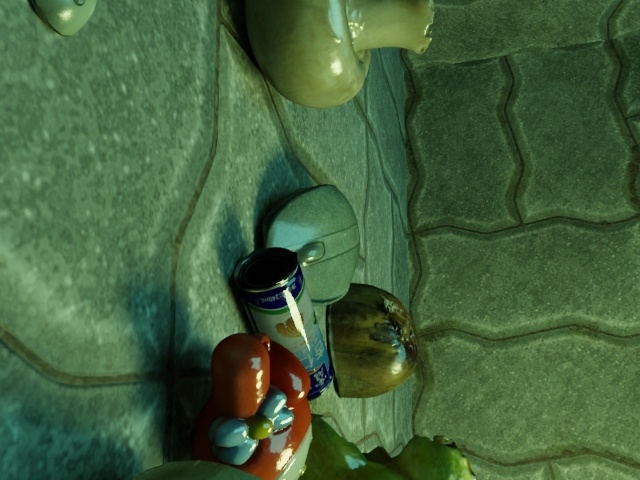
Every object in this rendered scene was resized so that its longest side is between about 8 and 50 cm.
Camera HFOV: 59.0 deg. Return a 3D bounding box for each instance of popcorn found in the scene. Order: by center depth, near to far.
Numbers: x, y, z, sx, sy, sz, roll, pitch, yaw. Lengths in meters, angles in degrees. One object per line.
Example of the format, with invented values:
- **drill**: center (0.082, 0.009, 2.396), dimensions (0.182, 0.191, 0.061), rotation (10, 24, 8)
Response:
- **popcorn**: center (0.039, 0.412, 0.803), dimensions (0.290, 0.321, 0.326), rotation (-46, 114, -48)

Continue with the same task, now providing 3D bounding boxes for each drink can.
- **drink can**: center (-0.050, 0.127, 0.831), dimensions (0.097, 0.097, 0.235), rotation (-73, 154, -52)

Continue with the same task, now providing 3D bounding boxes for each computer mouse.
- **computer mouse**: center (-0.208, -0.226, 0.475), dimensions (0.056, 0.032, 0.110), rotation (52, 36, -64)
- **computer mouse**: center (0.003, -0.002, 1.018), dimensions (0.374, 0.114, 0.203), rotation (-39, 124, -70)

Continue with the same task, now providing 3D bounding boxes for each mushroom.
- **mushroom**: center (0.032, -0.361, 0.890), dimensions (0.297, 0.289, 0.298), rotation (-6, 90, -76)

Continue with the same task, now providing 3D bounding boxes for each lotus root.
- **lotus root**: center (0.121, 0.220, 1.289), dimensions (0.272, 0.191, 0.272), rotation (-7, 90, -68)

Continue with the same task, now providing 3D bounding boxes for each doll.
- **doll**: center (-0.076, 0.218, 0.643), dimensions (0.161, 0.129, 0.291), rotation (-41, 141, -55)

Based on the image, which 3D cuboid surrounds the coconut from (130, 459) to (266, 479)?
- **coconut**: center (-0.080, 0.298, 0.457), dimensions (0.241, 0.241, 0.241), rotation (-4, 90, -74)
